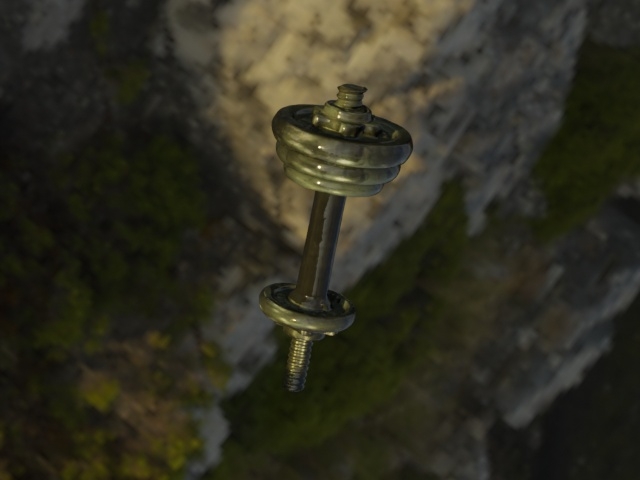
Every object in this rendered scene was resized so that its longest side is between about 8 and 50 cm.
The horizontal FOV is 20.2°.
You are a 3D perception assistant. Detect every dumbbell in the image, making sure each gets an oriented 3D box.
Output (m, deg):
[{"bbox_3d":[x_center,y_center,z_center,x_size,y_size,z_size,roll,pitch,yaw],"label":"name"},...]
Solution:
[{"bbox_3d":[0.000,0.000,1.405,0.110,0.110,0.254,-13,121,-51],"label":"dumbbell"}]
